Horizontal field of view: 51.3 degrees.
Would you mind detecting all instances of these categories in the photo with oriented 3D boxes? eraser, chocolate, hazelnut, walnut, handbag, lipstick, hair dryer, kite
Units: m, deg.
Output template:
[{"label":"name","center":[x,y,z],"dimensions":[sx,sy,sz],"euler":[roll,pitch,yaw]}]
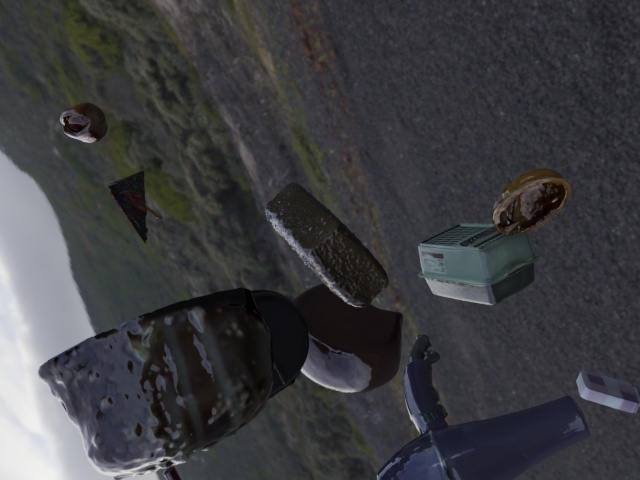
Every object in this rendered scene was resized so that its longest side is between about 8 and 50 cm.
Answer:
[{"label":"eraser","center":[0.532,0.279,1.233],"dimensions":[0.065,0.105,0.026],"euler":[-60,-15,-66]},{"label":"chocolate","center":[-0.221,0.229,1.010],"dimensions":[0.210,0.340,0.225],"euler":[64,161,18]},{"label":"hazelnut","center":[-0.450,-0.223,1.269],"dimensions":[0.086,0.086,0.086],"euler":[58,168,20]},{"label":"walnut","center":[0.503,-0.108,1.611],"dimensions":[0.211,0.167,0.087],"euler":[-52,35,41]},{"label":"handbag","center":[-0.164,0.253,1.538],"dimensions":[0.093,0.308,0.253],"euler":[-10,106,63]},{"label":"lipstick","center":[-0.274,0.548,1.378],"dimensions":[0.176,0.027,0.027],"euler":[65,168,-10]},{"label":"hair dryer","center":[0.214,0.252,1.060],"dimensions":[0.361,0.301,0.121],"euler":[-106,-9,-61]},{"label":"kite","center":[-0.468,-0.105,1.697],"dimensions":[0.183,0.014,0.241],"euler":[38,-148,-44]}]

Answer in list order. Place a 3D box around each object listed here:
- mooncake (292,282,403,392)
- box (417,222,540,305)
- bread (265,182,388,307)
[{"label":"mooncake","center":[0.060,0.256,1.814],"dimensions":[0.334,0.326,0.174],"euler":[-72,-13,-58]},{"label":"box","center":[0.419,0.058,1.790],"dimensions":[0.290,0.221,0.166],"euler":[6,117,58]},{"label":"bread","center":[0.000,0.000,1.349],"dimensions":[0.165,0.113,0.416],"euler":[45,180,-21]}]
